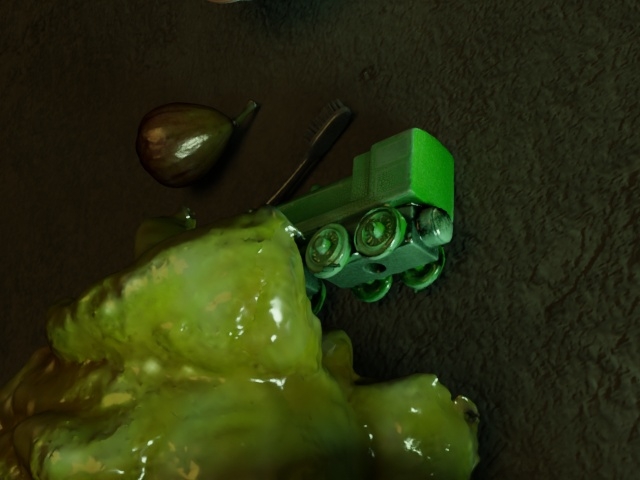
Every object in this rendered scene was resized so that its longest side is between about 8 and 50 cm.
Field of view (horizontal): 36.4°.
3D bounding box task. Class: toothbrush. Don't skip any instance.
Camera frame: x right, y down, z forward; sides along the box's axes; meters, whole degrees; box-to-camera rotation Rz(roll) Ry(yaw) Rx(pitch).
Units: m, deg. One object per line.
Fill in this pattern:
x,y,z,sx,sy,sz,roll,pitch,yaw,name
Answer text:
-0.077,-0.004,0.918,0.321,0.023,0.031,-50,37,15,toothbrush

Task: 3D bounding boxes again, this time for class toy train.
0.000,0.000,0.799,0.251,0.085,0.119,-19,53,37,toy train

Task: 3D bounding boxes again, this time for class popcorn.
-0.088,0.125,0.642,0.321,0.290,0.326,39,139,20,popcorn

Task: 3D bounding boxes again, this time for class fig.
-0.120,-0.106,0.978,0.125,0.089,0.089,-20,56,16,fig

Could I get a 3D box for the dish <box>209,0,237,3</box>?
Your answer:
-0.025,-0.340,0.981,0.260,0.085,0.260,-24,54,38,dish
